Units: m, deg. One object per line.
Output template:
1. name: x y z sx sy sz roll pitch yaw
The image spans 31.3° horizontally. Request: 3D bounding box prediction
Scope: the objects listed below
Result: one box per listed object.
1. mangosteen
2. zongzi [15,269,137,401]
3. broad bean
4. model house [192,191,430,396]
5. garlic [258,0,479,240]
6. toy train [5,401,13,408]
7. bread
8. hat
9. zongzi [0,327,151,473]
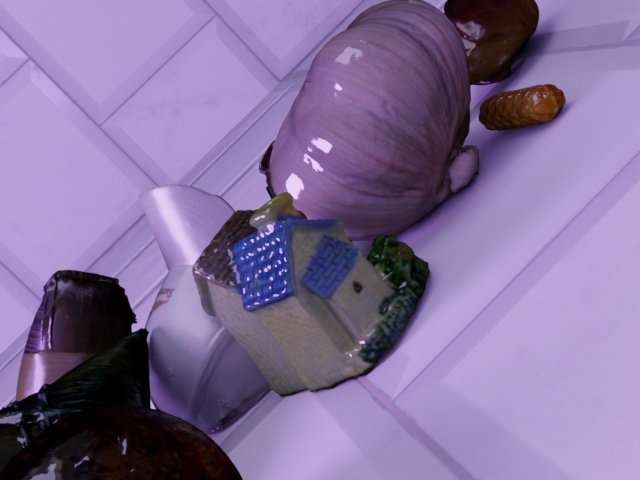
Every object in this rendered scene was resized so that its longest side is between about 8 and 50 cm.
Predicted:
1. mangosteen: -0.179 0.280 0.958 0.231 0.231 0.289 -70 1 -61
2. zongzi: -0.316 0.191 1.503 0.317 0.154 0.289 156 120 -77
3. broad bean: 0.237 -0.293 1.638 0.156 0.122 0.228 -5 39 28
4. model house: -0.013 0.033 1.229 0.195 0.189 0.214 -54 15 -29
5. garlic: 0.073 -0.147 1.415 0.322 0.241 0.322 -53 16 22
6. toy train: -0.546 0.374 1.935 0.285 0.116 0.177 -18 41 60
7. bread: 0.240 -0.160 1.376 0.052 0.044 0.157 -41 13 -14
8. hat: -0.167 0.080 1.408 0.168 0.301 0.258 -25 1 -32
9. zongzi: -0.301 0.252 1.245 0.384 0.319 0.362 -22 34 13
